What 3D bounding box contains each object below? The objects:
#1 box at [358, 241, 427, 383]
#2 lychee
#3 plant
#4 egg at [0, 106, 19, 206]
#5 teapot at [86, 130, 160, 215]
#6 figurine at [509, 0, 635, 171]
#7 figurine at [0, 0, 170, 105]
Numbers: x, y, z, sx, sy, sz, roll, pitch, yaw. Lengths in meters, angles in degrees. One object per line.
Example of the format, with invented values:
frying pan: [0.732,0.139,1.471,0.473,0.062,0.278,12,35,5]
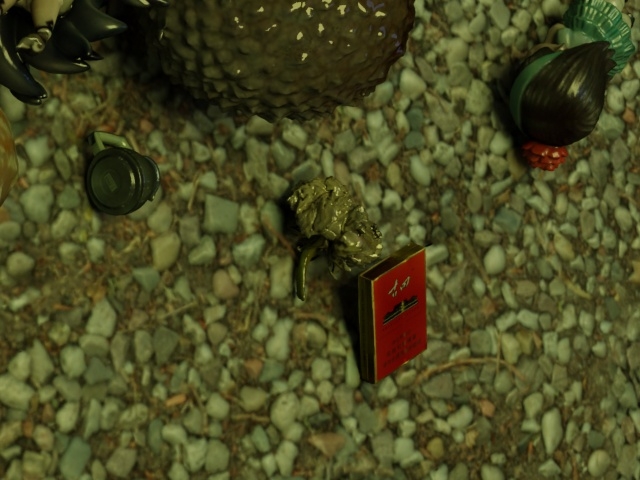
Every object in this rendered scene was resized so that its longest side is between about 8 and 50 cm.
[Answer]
box: [0.078,0.078,2.018,0.090,0.023,0.133,-30,129,-41]
lychee: [-0.049,-0.260,1.837,0.300,0.300,0.300,6,80,-39]
plant: [0.000,0.000,1.980,0.116,0.104,0.122,42,90,12]
egg: [-0.373,-0.080,1.576,0.245,0.203,0.203,10,77,-20]
teapot: [-0.192,-0.068,1.828,0.057,0.066,0.088,-11,68,-59]
figurine: [0.305,-0.201,2.229,0.245,0.110,0.138,-54,135,-38]
figurine: [-0.255,-0.242,1.701,0.175,0.197,0.265,46,55,-23]
